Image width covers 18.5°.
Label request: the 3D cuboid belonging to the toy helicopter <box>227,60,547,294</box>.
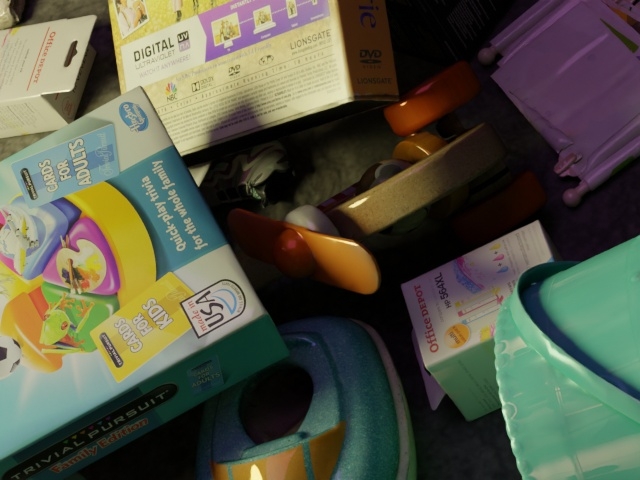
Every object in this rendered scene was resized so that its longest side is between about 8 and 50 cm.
[{"bbox_3d":[0.000,0.000,1.640,0.355,0.140,0.235,-28,6,35],"label":"toy helicopter"}]

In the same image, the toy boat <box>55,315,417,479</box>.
[{"bbox_3d":[-0.079,0.192,1.556,0.318,0.148,0.267,-22,47,15],"label":"toy boat"}]

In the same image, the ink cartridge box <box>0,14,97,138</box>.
[{"bbox_3d":[-0.303,-0.167,2.037,0.181,0.061,0.104,-6,54,29],"label":"ink cartridge box"}]

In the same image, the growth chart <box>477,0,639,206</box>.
[{"bbox_3d":[0.239,-0.149,1.717,0.172,0.021,0.237,-32,45,5],"label":"growth chart"}]

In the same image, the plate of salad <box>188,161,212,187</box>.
[{"bbox_3d":[-0.167,-0.047,1.865,0.200,0.048,0.200,-31,34,24],"label":"plate of salad"}]

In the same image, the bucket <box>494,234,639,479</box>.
[{"bbox_3d":[0.251,0.115,1.336,0.183,0.281,0.281,-22,47,21],"label":"bucket"}]

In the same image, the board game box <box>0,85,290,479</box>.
[{"bbox_3d":[-0.231,0.061,1.566,0.336,0.079,0.254,-29,58,-3],"label":"board game box"}]

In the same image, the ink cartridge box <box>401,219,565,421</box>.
[{"bbox_3d":[0.137,0.069,1.560,0.143,0.090,0.092,-26,46,11],"label":"ink cartridge box"}]

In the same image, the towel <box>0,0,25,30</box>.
[{"bbox_3d":[-0.401,-0.335,2.241,0.187,0.049,0.282,-13,50,24],"label":"towel"}]

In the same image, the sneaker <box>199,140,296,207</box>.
[{"bbox_3d":[-0.068,-0.047,1.814,0.098,0.038,0.069,-35,44,4],"label":"sneaker"}]

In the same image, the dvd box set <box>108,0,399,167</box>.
[{"bbox_3d":[-0.083,-0.291,1.692,0.307,0.062,0.420,-15,81,47],"label":"dvd box set"}]

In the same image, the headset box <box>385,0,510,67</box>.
[{"bbox_3d":[0.112,-0.348,1.792,0.131,0.246,0.283,23,71,42],"label":"headset box"}]
